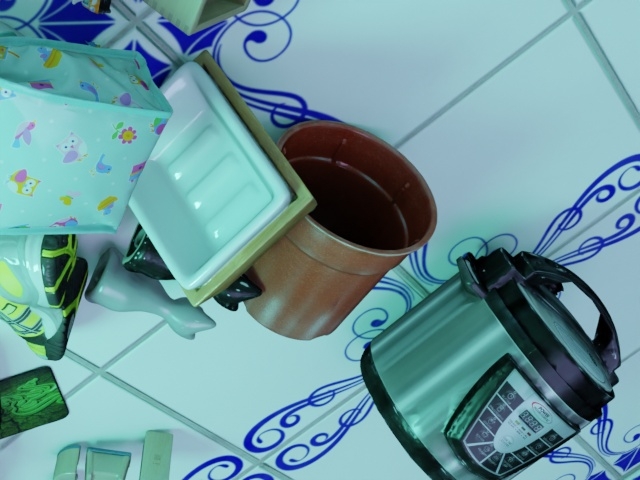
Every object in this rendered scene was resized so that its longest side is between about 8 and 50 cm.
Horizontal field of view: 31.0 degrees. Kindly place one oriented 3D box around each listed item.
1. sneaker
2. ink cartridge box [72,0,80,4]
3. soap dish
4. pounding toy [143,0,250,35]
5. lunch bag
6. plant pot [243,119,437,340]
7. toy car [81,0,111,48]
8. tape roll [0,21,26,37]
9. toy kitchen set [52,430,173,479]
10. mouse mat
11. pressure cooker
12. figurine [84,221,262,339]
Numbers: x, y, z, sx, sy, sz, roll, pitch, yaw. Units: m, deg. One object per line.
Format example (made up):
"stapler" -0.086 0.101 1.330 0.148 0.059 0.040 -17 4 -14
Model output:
"sneaker" -0.432 0.063 1.702 0.147 0.145 0.385 11 152 -2
"ink cartridge box" -0.225 -0.404 1.389 0.181 0.056 0.225 -29 163 -33
"soap dish" -0.154 -0.086 1.617 0.229 0.291 0.118 -43 155 16
"pounding toy" -0.112 -0.384 1.463 0.206 0.094 0.181 -38 161 -48
"lunch bag" -0.349 -0.127 1.405 0.262 0.160 0.223 2 132 -36
"plant pot" 0.000 0.000 1.805 0.272 0.272 0.265 4 138 -30
"toy car" -0.298 -0.281 1.505 0.040 0.060 0.122 16 122 1
"tape roll" -0.477 -0.152 1.505 0.286 0.100 0.286 -15 136 -14
"toy kitchen set" -0.393 0.447 2.165 0.207 0.122 0.166 9 130 -9
"mouse mat" -0.539 0.289 1.986 0.189 0.007 0.153 -19 138 -11
"pressure cooker" 0.326 0.218 2.102 0.420 0.376 0.370 -39 162 12
"figurine" -0.227 0.073 1.785 0.209 0.092 0.215 30 140 -23
